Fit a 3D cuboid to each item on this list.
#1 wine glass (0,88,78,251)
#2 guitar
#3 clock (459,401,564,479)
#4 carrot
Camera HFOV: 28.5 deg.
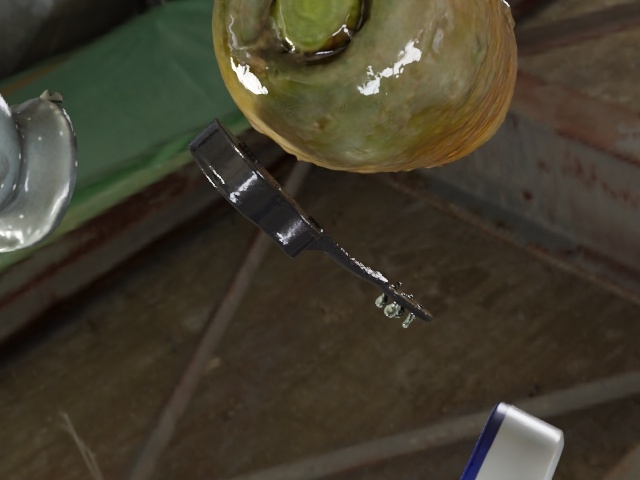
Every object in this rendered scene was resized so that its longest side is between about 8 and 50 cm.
[{"bbox_3d":[-0.245,-0.054,0.720,0.204,0.111,0.111,10,-165,-44],"label":"wine glass"},{"bbox_3d":[-0.001,0.002,0.972,0.038,0.271,0.084,-43,-141,7],"label":"guitar"},{"bbox_3d":[0.160,0.275,1.224,0.083,0.230,0.230,26,-132,10],"label":"clock"},{"bbox_3d":[0.050,-0.161,1.042,0.224,0.224,0.341,1,177,20],"label":"carrot"}]
